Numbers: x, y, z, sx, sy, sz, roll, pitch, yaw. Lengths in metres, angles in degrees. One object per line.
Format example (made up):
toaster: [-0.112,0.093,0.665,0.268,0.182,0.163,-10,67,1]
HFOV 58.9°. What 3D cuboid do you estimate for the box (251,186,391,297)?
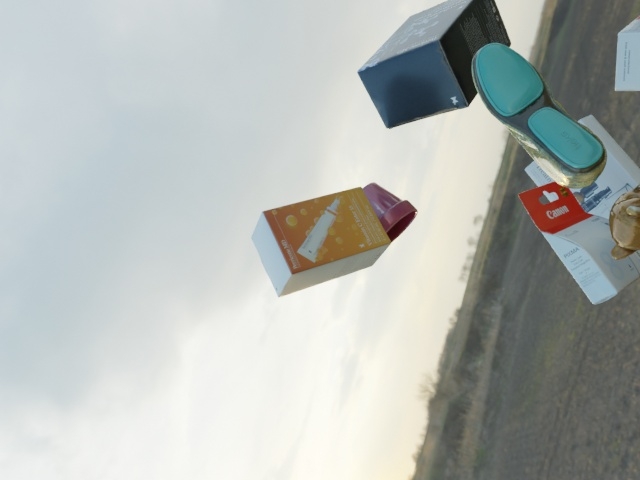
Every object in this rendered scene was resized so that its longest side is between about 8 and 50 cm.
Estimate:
box: [0.000,0.000,1.706,0.345,0.215,0.168,-17,-21,-27]

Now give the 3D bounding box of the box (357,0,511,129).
box: [0.350,-0.553,1.717,0.212,0.293,0.395,56,-130,-25]

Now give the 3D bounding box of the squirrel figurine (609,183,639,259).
squirrel figurine: [0.925,-0.007,1.388,0.281,0.370,0.397,83,-170,-52]

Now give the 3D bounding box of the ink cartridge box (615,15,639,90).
ink cartridge box: [1.006,-0.499,1.453,0.279,0.384,0.161,-37,-54,-37]

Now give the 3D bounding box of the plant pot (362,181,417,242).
plant pot: [0.206,-0.096,1.975,0.201,0.180,0.201,-39,-17,-14]

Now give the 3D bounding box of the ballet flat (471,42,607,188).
ballet flat: [0.406,-0.233,1.091,0.123,0.349,0.123,-24,-28,-14]

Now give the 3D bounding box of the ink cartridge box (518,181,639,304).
ink cartridge box: [0.802,-0.028,1.703,0.308,0.385,0.091,-17,-19,-40]

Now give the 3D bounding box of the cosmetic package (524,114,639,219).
cosmetic package: [0.940,-0.197,1.969,0.097,0.377,0.284,-23,-19,-38]
